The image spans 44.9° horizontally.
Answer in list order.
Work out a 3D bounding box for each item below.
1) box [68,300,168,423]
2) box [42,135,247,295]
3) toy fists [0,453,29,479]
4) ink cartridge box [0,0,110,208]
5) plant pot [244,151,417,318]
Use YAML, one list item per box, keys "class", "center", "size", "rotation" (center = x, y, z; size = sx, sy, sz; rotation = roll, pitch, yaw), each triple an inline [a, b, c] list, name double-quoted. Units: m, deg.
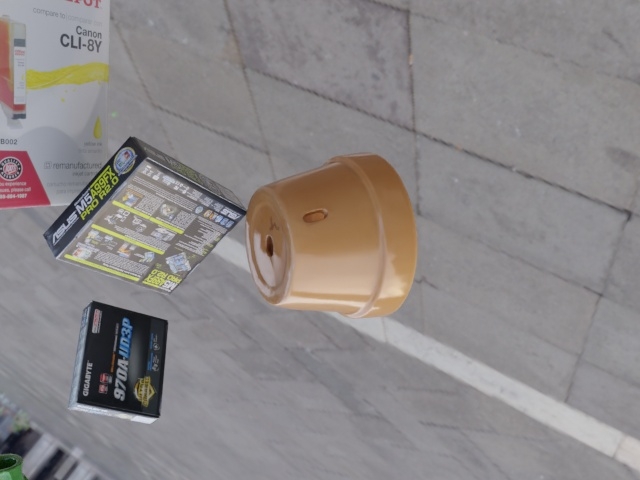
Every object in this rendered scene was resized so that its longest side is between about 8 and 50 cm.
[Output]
- class: "box"
  center: [-0.404, 0.248, 1.568]
  size: [0.175, 0.220, 0.051]
  rotation: [20, 142, -30]
- class: "box"
  center: [-0.277, -0.029, 1.268]
  size: [0.060, 0.216, 0.270]
  rotation: [51, -167, 32]
- class: "toy fists"
  center: [-0.550, 0.399, 1.099]
  size: [0.096, 0.279, 0.142]
  rotation: [-166, 72, -65]
- class: "ink cartridge box"
  center: [-0.499, -0.253, 1.271]
  size: [0.160, 0.385, 0.279]
  rotation: [7, -172, 29]
- class: "plant pot"
  center: [0.000, 0.000, 1.317]
  size: [0.291, 0.203, 0.291]
  rotation: [24, 117, 60]
